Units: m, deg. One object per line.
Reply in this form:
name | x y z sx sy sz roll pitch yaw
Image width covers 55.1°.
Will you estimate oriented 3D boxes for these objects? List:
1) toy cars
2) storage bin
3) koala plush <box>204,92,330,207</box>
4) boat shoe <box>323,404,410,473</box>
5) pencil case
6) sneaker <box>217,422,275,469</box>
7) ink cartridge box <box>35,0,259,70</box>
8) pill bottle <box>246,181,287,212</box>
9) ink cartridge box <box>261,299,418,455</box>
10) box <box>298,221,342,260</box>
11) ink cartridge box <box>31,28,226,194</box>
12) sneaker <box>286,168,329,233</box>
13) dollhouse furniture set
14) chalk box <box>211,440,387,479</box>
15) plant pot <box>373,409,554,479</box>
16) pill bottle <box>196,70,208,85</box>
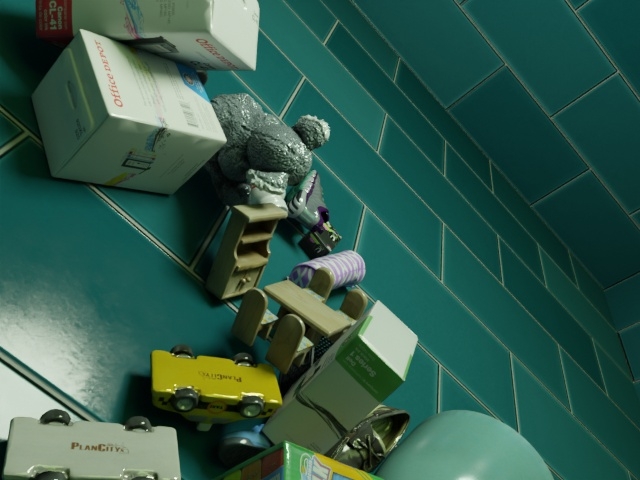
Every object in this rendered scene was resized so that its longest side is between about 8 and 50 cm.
toy cars | -0.210 0.241 0.788 0.176 0.087 0.394 35 27 20
storage bin | 0.022 0.253 1.108 0.180 0.084 0.122 38 34 -25
koala plush | -0.100 -0.158 1.098 0.221 0.196 0.203 26 -23 46
boat shoe | 0.070 0.324 0.976 0.224 0.073 0.080 -24 91 -52
pencil case | 0.019 0.076 1.289 0.206 0.086 0.088 -15 106 -56
sneaker | -0.077 0.306 0.936 0.209 0.069 0.082 25 33 -42
ink cartridge box | -0.283 -0.377 1.048 0.226 0.306 0.131 -3 97 -78
pill bottle | -0.125 -0.119 1.279 0.087 0.087 0.160 9 51 -51
ink cartridge box | 0.032 0.213 0.911 0.092 0.219 0.160 44 19 3
box | 0.000 0.000 1.368 0.062 0.052 0.083 51 31 -5
ink cartridge box | -0.315 -0.200 1.012 0.233 0.168 0.171 6 54 -53
sneaker | -0.021 -0.082 1.377 0.098 0.083 0.223 43 25 -12
dollhouse furniture set | -0.053 0.065 1.017 0.242 0.161 0.212 32 22 24
chalk box | -0.045 0.386 0.781 0.289 0.180 0.179 35 35 -32
plant pot | 0.196 0.444 0.956 0.235 0.293 0.293 -7 65 -54
pill bottle | -0.324 -0.406 1.260 0.219 0.123 0.123 59 30 8
